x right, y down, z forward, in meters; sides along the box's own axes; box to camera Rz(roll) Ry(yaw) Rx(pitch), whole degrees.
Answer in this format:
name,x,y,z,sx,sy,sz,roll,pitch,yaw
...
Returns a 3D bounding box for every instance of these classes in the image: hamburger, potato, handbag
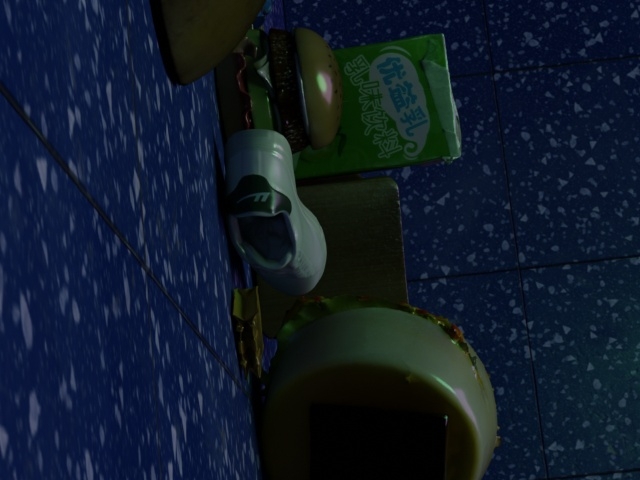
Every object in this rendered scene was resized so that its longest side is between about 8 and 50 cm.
name,x,y,z,sx,sy,sz,roll,pitch,yaw
hamburger,0.066,0.202,1.642,0.179,0.276,0.294,-60,150,-68
potato,-0.082,-0.259,1.213,0.299,0.116,0.239,-91,179,-55
hamburger,-0.043,-0.168,1.619,0.175,0.137,0.175,-10,90,-89
handbag,-0.073,0.094,1.483,0.061,0.027,0.083,-95,180,-63

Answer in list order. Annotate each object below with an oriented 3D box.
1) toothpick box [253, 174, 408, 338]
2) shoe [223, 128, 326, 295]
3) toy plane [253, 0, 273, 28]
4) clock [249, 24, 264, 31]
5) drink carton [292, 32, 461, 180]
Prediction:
name,x,y,z,sx,sy,sz,roll,pitch,yaw
toothpick box,0.000,0.000,1.904,0.308,0.190,0.187,-116,-161,-80
shoe,-0.053,0.001,1.540,0.265,0.095,0.110,72,15,-50
toy plane,-0.077,-0.338,1.619,0.271,0.105,0.254,81,3,-74
clock,-0.098,-0.275,2.024,0.235,0.029,0.235,-4,90,-88
drink carton,0.033,-0.158,1.802,0.108,0.271,0.161,-80,161,-85
